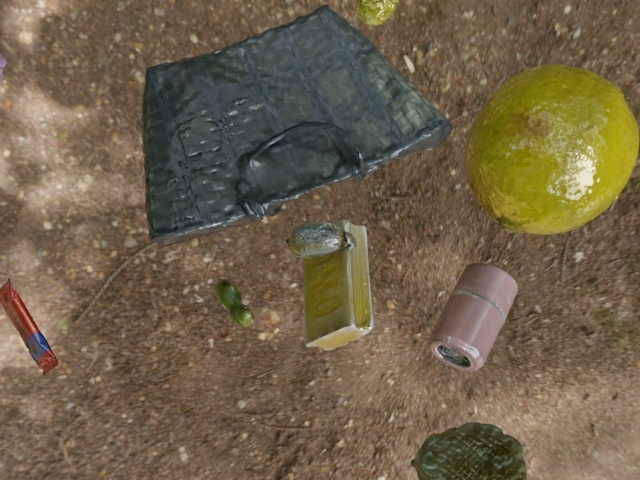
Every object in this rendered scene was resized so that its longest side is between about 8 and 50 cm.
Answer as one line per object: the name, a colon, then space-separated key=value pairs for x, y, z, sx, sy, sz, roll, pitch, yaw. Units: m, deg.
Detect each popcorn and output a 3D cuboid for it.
popcorn: x=0.144 y=-0.624 z=1.638 sx=0.116 sy=0.120 sz=0.106 roll=-24 pitch=71 yaw=-38

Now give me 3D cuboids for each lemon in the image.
lemon: x=0.349 y=-0.139 z=0.966 sx=0.267 sy=0.267 sz=0.267 roll=-2 pitch=81 yaw=10

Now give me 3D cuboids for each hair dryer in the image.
hair dryer: x=0.315 y=0.218 z=1.443 sx=0.125 sy=0.352 sz=0.210 roll=29 pitch=63 yaw=10

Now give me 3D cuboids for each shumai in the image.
shumai: x=0.225 y=0.386 z=0.984 sx=0.184 sy=0.142 sz=0.184 roll=1 pitch=39 yaw=-1

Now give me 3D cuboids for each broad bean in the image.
broad bean: x=-0.196 y=0.133 z=1.390 sx=0.048 sy=0.213 sz=0.070 roll=-21 pitch=119 yaw=-22

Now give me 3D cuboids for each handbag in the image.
handbag: x=-0.038 y=-0.101 z=0.555 sx=0.270 sy=0.088 sz=0.175 roll=-22 pitch=57 yaw=-8

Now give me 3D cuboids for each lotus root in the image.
lotus root: x=0.000 y=-0.003 z=1.427 sx=0.165 sy=0.088 sz=0.088 roll=-1 pitch=81 yaw=6

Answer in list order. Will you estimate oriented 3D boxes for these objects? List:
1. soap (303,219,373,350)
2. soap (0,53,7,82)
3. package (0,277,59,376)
soap: x=0.036 y=0.107 z=1.495 sx=0.173 sy=0.089 sz=0.274 roll=-31 pitch=51 yaw=40
soap: x=-0.786 y=-0.382 z=1.323 sx=0.122 sy=0.203 sz=0.065 roll=43 pitch=123 yaw=13
package: x=-0.588 y=0.175 z=1.260 sx=0.083 sy=0.022 sz=0.200 roll=-35 pitch=85 yaw=43
